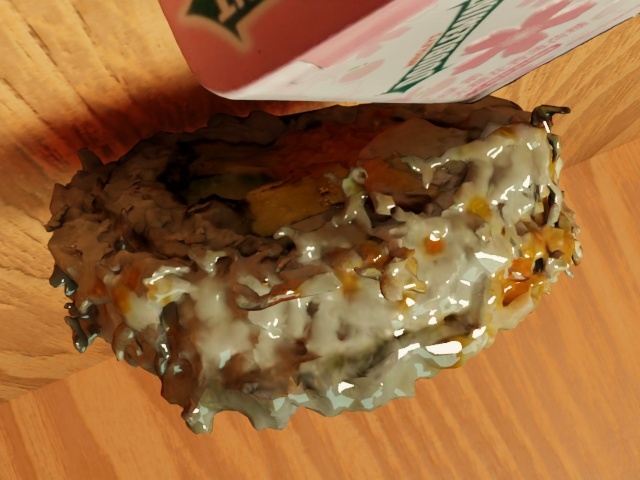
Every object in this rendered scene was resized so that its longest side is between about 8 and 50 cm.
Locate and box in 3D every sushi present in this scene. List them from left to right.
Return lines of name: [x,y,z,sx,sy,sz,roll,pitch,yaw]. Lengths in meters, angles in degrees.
sushi: [-0.003,0.001,1.122,0.418,0.175,0.417,-9,-164,3]

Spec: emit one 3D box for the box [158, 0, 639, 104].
box: [0.074,-0.160,0.886,0.190,0.112,0.370,-26,174,24]
